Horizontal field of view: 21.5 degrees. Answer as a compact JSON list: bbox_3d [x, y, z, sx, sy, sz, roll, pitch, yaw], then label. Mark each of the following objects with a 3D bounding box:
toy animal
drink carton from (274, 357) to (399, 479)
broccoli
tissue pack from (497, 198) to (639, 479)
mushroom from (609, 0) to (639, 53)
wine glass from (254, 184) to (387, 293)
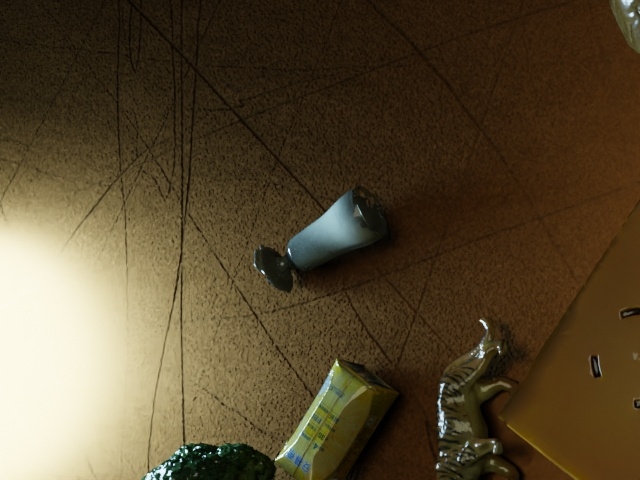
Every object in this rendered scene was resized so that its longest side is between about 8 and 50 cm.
[{"bbox_3d":[0.166,0.204,1.862,0.099,0.057,0.241,-7,77,32],"label":"toy animal"},{"bbox_3d":[0.004,0.238,1.950,0.084,0.074,0.200,35,98,33],"label":"drink carton"},{"bbox_3d":[-0.109,0.359,1.904,0.270,0.270,0.270,22,93,13],"label":"broccoli"},{"bbox_3d":[0.350,0.127,1.709,0.194,0.145,0.274,39,102,34],"label":"tissue pack"},{"bbox_3d":[0.429,-0.274,1.738,0.301,0.208,0.233,30,138,23],"label":"mushroom"},{"bbox_3d":[0.000,0.000,2.003,0.155,0.072,0.072,-31,65,25],"label":"wine glass"}]
